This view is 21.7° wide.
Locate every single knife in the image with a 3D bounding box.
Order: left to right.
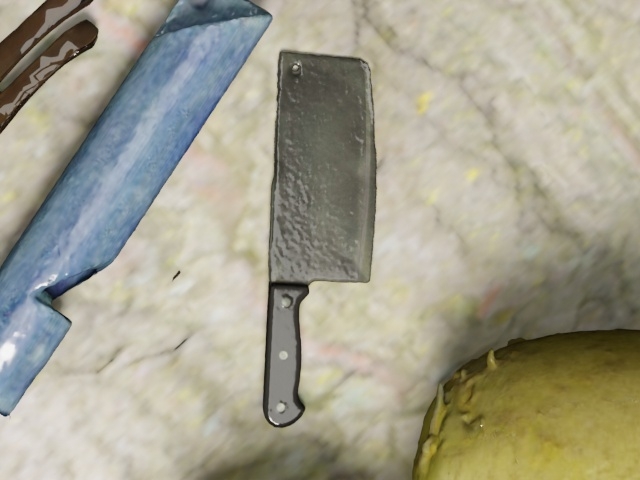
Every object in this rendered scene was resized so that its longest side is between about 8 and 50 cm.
[{"bbox_3d":[0.000,0.000,1.088,0.072,0.019,0.245,5,85,-9],"label":"knife"}]

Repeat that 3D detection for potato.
[{"bbox_3d":[0.237,0.163,1.010,0.359,0.270,0.219,7,63,15],"label":"potato"}]

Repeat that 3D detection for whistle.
[{"bbox_3d":[-0.135,-0.032,1.046,0.062,0.062,0.304,34,83,-6],"label":"whistle"}]

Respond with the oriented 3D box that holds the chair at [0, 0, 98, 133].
[{"bbox_3d":[-0.298,-0.086,0.977,0.186,0.160,0.319,46,80,-3],"label":"chair"}]
